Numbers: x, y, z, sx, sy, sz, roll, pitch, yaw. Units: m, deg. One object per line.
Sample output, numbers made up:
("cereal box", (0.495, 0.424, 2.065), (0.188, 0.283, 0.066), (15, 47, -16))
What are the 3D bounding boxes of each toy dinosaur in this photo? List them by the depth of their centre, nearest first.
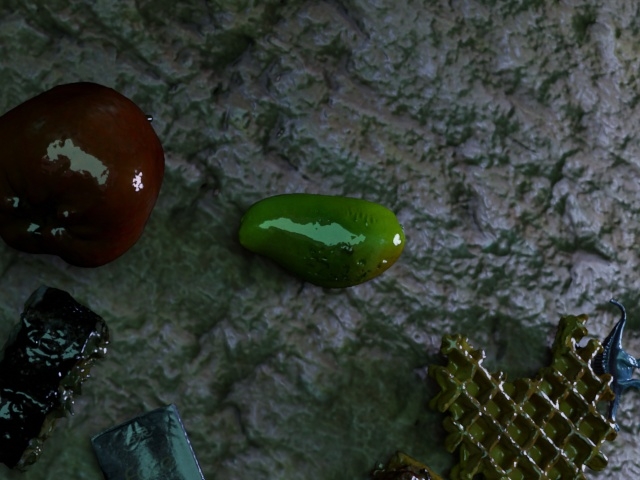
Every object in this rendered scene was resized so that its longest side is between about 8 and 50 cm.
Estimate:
("toy dinosaur", (0.444, 0.186, 1.656), (0.080, 0.045, 0.197), (4, 82, -16))

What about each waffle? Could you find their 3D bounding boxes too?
("waffle", (0.287, 0.241, 1.574), (0.293, 0.069, 0.259), (-4, 79, -23))

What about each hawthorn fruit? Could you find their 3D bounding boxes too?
("hawthorn fruit", (-0.294, -0.095, 1.395), (0.224, 0.224, 0.261), (37, 43, -7))

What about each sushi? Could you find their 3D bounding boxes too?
("sushi", (-0.333, 0.159, 1.328), (0.115, 0.147, 0.212), (30, 63, -9))

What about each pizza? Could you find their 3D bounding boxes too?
("pizza", (0.092, 0.338, 1.420), (0.194, 0.069, 0.154), (-19, 50, -43))

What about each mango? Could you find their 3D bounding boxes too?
("mango", (0.000, 0.000, 1.515), (0.233, 0.111, 0.125), (2, 69, -18))

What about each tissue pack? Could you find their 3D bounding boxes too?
("tissue pack", (-0.203, 0.291, 1.379), (0.112, 0.051, 0.156), (-22, 83, -8))
